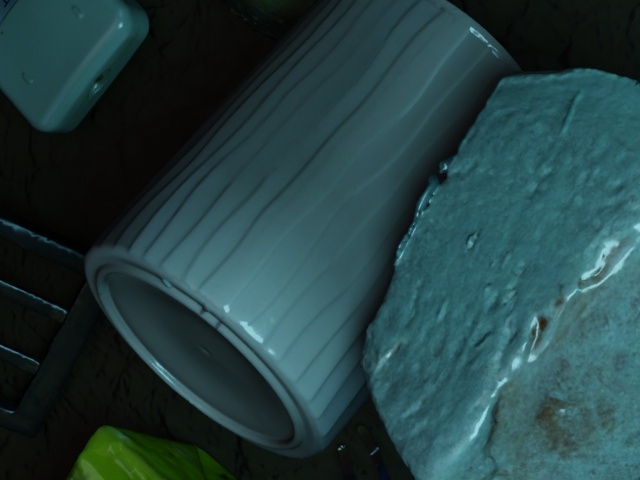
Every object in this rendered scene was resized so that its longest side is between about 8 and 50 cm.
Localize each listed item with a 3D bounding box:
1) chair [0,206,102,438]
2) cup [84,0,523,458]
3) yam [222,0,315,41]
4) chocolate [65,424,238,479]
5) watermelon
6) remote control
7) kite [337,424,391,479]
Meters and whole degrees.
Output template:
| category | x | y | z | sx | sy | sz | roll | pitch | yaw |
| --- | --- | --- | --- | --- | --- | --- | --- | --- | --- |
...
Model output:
| category | x | y | z | sx | sy | sz | roll | pitch | yaw |
| --- | --- | --- | --- | --- | --- | --- | --- | --- | --- |
| chair | -0.398 | -0.032 | 1.397 | 0.203 | 0.416 | 0.240 | -59 | 23 | 15 |
| cup | -0.012 | -0.013 | 1.128 | 0.208 | 0.273 | 0.288 | 47 | 156 | -15 |
| yam | -0.067 | -0.260 | 1.200 | 0.154 | 0.254 | 0.154 | -16 | 62 | 32 |
| chocolate | -0.108 | 0.336 | 1.271 | 0.289 | 0.137 | 0.301 | 38 | 105 | 20 |
| watermelon | 0.135 | 0.072 | 0.970 | 0.228 | 0.258 | 0.387 | 37 | 143 | 26 |
| remote control | -0.273 | -0.229 | 1.386 | 0.296 | 0.056 | 0.140 | 47 | 108 | 20 |
| kite | 0.068 | 0.210 | 1.180 | 0.127 | 0.016 | 0.229 | -30 | 40 | 11 |
